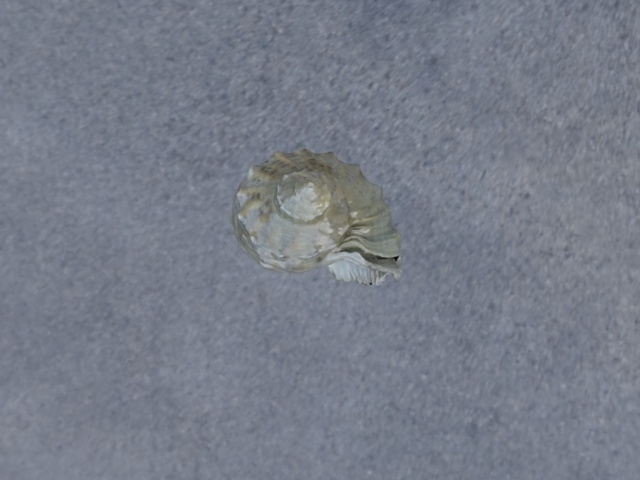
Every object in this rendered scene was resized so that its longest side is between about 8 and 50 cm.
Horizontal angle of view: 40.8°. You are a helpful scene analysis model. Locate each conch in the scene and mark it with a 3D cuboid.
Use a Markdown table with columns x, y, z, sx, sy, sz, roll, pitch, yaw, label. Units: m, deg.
| x | y | z | sx | sy | sz | roll | pitch | yaw | label |
| --- | --- | --- | --- | --- | --- | --- | --- | --- | --- |
| 0.000 | 0.000 | 0.754 | 0.155 | 0.130 | 0.207 | 43 | 162 | 15 | conch |
